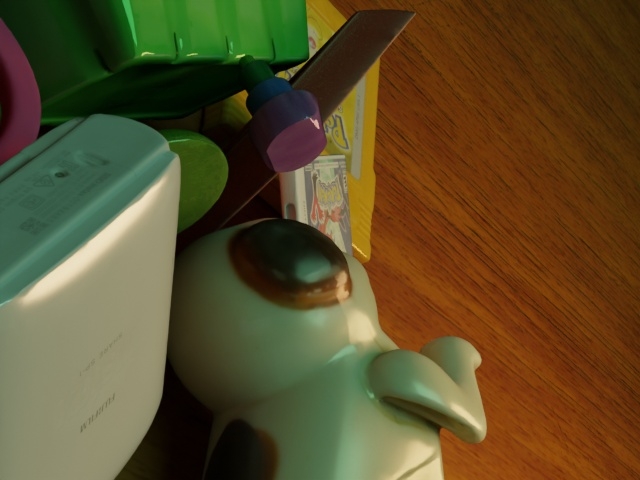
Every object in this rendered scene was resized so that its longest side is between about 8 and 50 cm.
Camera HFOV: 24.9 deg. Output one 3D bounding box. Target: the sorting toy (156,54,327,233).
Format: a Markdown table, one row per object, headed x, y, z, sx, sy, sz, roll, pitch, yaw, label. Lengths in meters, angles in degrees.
| x | y | z | sx | sy | sz | roll | pitch | yaw | label |
| --- | --- | --- | --- | --- | --- | --- | --- | --- | --- |
| -0.179 | -0.069 | 1.187 | 0.126 | 0.365 | 0.127 | 58 | -18 | 30 | sorting toy |

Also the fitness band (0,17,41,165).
| x | y | z | sx | sy | sz | roll | pitch | yaw | label |
| --- | --- | --- | --- | --- | --- | --- | --- | --- | --- |
| -0.338 | -0.146 | 1.078 | 0.291 | 0.054 | 0.209 | 46 | 39 | -4 | fitness band |

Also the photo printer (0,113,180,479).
| x | y | z | sx | sy | sz | roll | pitch | yaw | label |
| --- | --- | --- | --- | --- | --- | --- | --- | --- | --- |
| -0.206 | 0.094 | 1.046 | 0.256 | 0.107 | 0.308 | -47 | 153 | -50 | photo printer |

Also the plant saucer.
| x | y | z | sx | sy | sz | roll | pitch | yaw | label |
| --- | --- | --- | --- | --- | --- | --- | --- | --- | --- |
| -0.044 | -0.107 | 1.409 | 0.048 | 0.259 | 0.258 | 43 | 46 | -6 | plant saucer |

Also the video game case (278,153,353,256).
| x | y | z | sx | sy | sz | roll | pitch | yaw | label |
| --- | --- | --- | --- | --- | --- | --- | --- | --- | --- |
| 0.000 | 0.000 | 1.553 | 0.201 | 0.023 | 0.183 | -15 | 101 | -74 | video game case |

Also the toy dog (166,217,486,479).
| x | y | z | sx | sy | sz | roll | pitch | yaw | label |
| --- | --- | --- | --- | --- | --- | --- | --- | --- | --- |
| -0.026 | 0.182 | 1.319 | 0.395 | 0.284 | 0.408 | -7 | 77 | -34 | toy dog |

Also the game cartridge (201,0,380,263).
| x | y | z | sx | sy | sz | roll | pitch | yaw | label |
| --- | --- | --- | --- | --- | --- | --- | --- | --- | --- |
| -0.024 | -0.169 | 1.710 | 0.285 | 0.052 | 0.324 | 40 | 40 | -41 | game cartridge |

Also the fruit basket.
| x | y | z | sx | sy | sz | roll | pitch | yaw | label |
| --- | --- | --- | --- | --- | --- | --- | --- | --- | --- |
| -0.184 | -0.305 | 1.289 | 0.392 | 0.283 | 0.392 | 38 | 41 | -43 | fruit basket |
